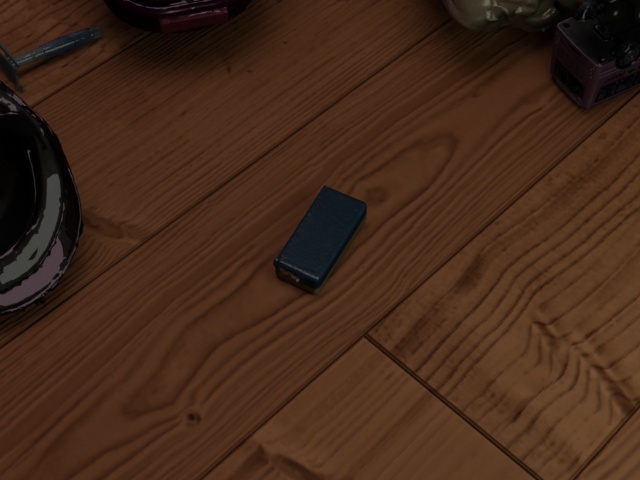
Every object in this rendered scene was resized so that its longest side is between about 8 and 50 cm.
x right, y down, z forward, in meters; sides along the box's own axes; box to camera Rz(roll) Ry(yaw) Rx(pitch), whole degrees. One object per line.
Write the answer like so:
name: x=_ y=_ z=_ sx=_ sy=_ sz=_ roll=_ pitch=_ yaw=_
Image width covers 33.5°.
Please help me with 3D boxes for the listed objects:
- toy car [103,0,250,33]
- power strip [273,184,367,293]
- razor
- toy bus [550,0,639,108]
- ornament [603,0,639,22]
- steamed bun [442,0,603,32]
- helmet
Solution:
toy car: x=-0.193 y=-0.411 z=1.352 sx=0.271 sy=0.240 sz=0.340 roll=-10 pitch=82 yaw=-7
power strip: x=0.000 y=0.000 z=1.149 sx=0.056 sy=0.032 sz=0.123 roll=23 pitch=57 yaw=15
razor: x=-0.332 y=-0.239 z=1.318 sx=0.135 sy=0.040 sz=0.068 roll=-29 pitch=60 yaw=-27
toy bus: x=0.384 y=-0.243 z=1.295 sx=0.199 sy=0.108 sz=0.096 roll=-24 pitch=57 yaw=-17
ornament: x=0.358 y=-0.387 z=1.193 sx=0.080 sy=0.236 sz=0.202 roll=11 pitch=40 yaw=46
steamed bun: x=0.237 y=-0.407 z=1.317 sx=0.268 sy=0.280 sz=0.207 roll=-26 pitch=30 yaw=-8
helmet: x=-0.400 y=-0.062 z=1.076 sx=0.225 sy=0.305 sz=0.177 roll=-47 pitch=32 yaw=-23
